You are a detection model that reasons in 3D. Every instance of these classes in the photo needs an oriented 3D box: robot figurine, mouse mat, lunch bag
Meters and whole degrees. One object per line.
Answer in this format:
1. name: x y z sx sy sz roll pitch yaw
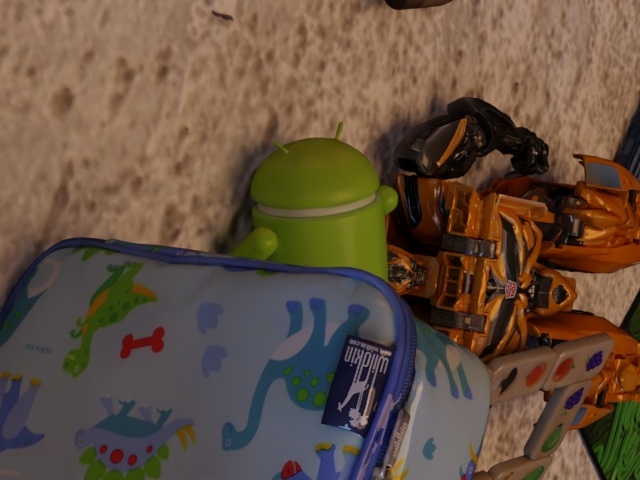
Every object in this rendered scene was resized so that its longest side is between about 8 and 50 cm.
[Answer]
1. robot figurine: 0.129 0.027 0.898 0.291 0.085 0.211 6 92 -52
2. mouse mat: 0.258 0.112 1.142 0.190 0.007 0.153 -55 135 -28
3. robot figurine: 0.000 0.000 0.744 0.101 0.067 0.115 -20 113 -39
4. lunch bag: -0.051 0.094 0.575 0.090 0.219 0.176 35 70 -48

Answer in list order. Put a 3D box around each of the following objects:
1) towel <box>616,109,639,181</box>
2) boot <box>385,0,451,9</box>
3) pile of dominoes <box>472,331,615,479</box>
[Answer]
1. towel: 0.245 -0.054 1.074 0.067 0.029 0.119 51 58 -44
2. boot: 0.052 -0.184 0.802 0.087 0.042 0.118 -44 130 -46
3. pile of dominoes: 0.062 0.155 0.798 0.251 0.040 0.196 -8 128 -45
